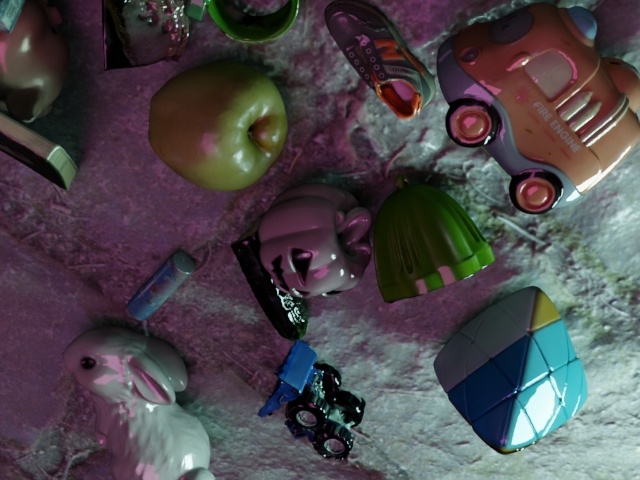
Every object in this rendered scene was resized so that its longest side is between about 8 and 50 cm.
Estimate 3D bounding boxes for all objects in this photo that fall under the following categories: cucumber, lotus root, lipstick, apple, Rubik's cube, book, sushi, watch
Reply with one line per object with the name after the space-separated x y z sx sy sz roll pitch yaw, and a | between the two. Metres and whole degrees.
-0.078 0.073 1.603 0.074 0.074 0.241 -8 123 23 | cucumber
0.144 -0.018 1.425 0.186 0.186 0.186 9 127 11 | lotus root
-0.275 0.079 1.683 0.048 0.048 0.158 38 127 -12 | lipstick
-0.146 -0.161 1.384 0.200 0.200 0.200 9 127 11 | apple
0.337 0.187 1.518 0.254 0.254 0.254 9 127 11 | Rubik's cube
-0.481 -0.169 1.413 0.260 0.043 0.371 30 173 -8 | book
-0.232 -0.363 1.317 0.109 0.134 0.273 2 112 0 | sushi
-0.096 -0.343 1.276 0.152 0.131 0.165 16 128 -7 | watch

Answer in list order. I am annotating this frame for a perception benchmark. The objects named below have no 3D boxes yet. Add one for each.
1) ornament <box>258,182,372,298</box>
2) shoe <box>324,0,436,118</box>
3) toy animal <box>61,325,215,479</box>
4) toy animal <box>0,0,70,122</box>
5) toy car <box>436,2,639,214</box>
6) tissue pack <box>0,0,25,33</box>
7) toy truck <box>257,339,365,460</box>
0.000 0.000 1.460 0.177 0.177 0.177 9 127 11 | ornament
0.078 -0.243 1.317 0.194 0.077 0.074 44 126 -16 | shoe
-0.326 0.318 1.801 0.257 0.194 0.357 -2 117 31 | toy animal
-0.467 -0.307 1.387 0.256 0.195 0.213 30 92 -11 | toy animal
0.285 -0.184 1.243 0.212 0.180 0.270 -39 108 24 | toy car
-0.440 -0.414 1.254 0.185 0.257 0.081 18 167 1 | tissue pack
-0.024 0.284 1.715 0.126 0.113 0.208 -23 115 31 | toy truck
